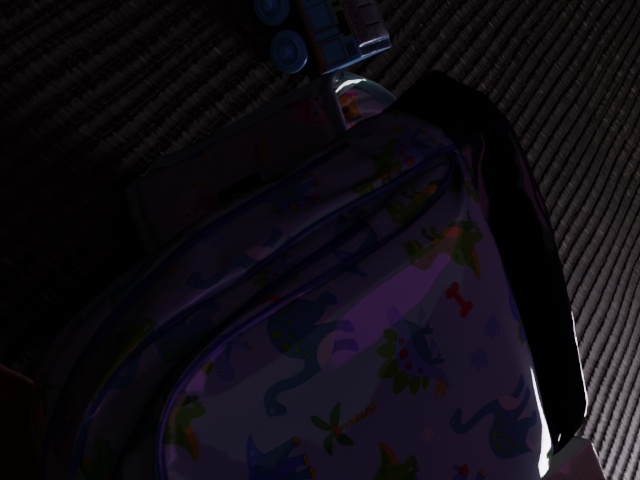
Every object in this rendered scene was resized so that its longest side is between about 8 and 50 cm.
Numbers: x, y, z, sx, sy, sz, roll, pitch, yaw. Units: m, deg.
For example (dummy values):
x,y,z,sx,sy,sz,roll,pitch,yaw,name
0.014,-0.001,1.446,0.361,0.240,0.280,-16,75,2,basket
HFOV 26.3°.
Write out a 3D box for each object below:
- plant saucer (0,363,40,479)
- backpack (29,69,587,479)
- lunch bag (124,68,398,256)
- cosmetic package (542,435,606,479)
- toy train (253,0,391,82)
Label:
x,y,z,sx,sy,sz,roll,pitch,yaw,name
-0.211,0.210,0.850,0.259,0.047,0.258,34,48,-34,plant saucer
-0.007,0.097,0.866,0.273,0.355,0.290,-132,-156,-64,backpack
0.000,0.000,1.110,0.262,0.223,0.160,46,36,-30,lunch bag
0.215,0.345,1.272,0.160,0.113,0.309,-32,109,-25,cosmetic package
-0.009,-0.242,1.320,0.080,0.105,0.184,-27,96,-56,toy train
